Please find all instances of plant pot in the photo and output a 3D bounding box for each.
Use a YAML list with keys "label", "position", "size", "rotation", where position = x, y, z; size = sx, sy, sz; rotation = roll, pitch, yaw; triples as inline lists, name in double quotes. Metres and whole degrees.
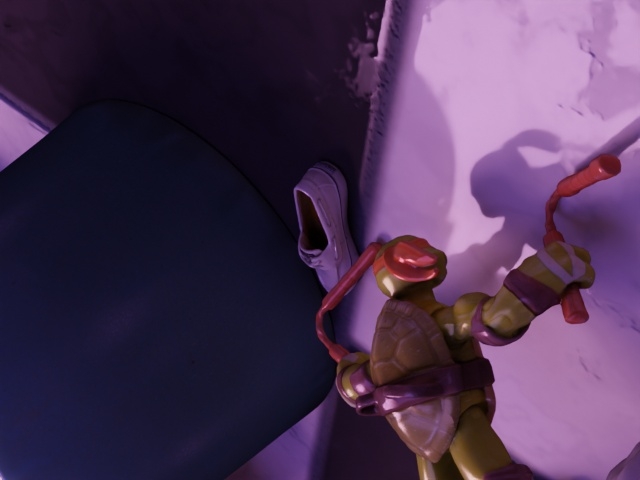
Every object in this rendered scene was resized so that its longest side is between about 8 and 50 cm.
- label: "plant pot"
  position: [-0.176, 0.084, 0.794]
  size: [0.293, 0.235, 0.293]
  rotation: [30, 142, 27]

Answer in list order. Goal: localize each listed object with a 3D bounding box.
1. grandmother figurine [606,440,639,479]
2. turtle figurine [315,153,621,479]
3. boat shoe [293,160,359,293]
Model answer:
- label: "grandmother figurine"
  position: [0.223, 0.176, 0.452]
  size: [0.104, 0.208, 0.342]
  rotation: [53, 174, -22]
- label: "turtle figurine"
  position: [0.073, 0.081, 0.575]
  size: [0.269, 0.087, 0.217]
  rotation: [-33, 70, 51]
- label: "boat shoe"
  position: [0.000, 0.000, 0.690]
  size: [0.035, 0.035, 0.100]
  rotation: [25, 139, 31]
